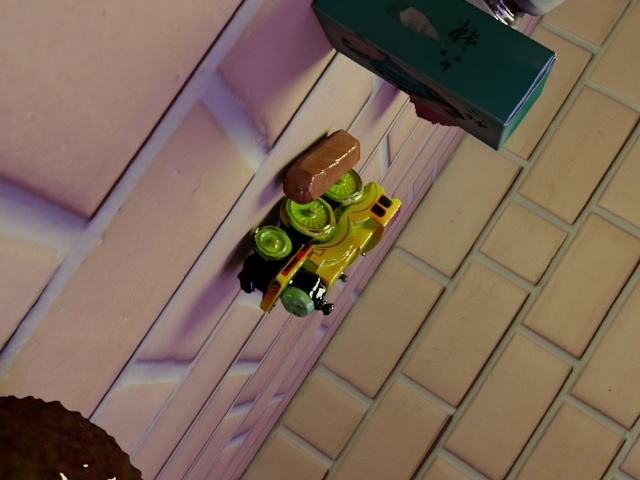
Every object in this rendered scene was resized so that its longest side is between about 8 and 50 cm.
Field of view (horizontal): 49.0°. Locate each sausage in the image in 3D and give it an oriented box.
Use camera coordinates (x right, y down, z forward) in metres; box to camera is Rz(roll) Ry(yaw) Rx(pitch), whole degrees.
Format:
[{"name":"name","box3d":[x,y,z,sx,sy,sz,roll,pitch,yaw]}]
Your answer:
[{"name":"sausage","box3d":[-0.003,-0.101,1.017,0.169,0.065,0.065,-45,164,-46]}]

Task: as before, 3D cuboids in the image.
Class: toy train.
[{"name":"toy train","box3d":[0.000,0.000,1.074,0.296,0.160,0.100,-49,173,-39]}]

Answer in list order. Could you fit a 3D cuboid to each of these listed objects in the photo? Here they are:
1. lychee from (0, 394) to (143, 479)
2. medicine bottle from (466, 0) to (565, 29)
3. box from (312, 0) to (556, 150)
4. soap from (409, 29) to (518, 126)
[{"name":"lychee","box3d":[-0.237,0.247,0.511,0.260,0.260,0.260,-54,169,-16]},{"name":"medicine bottle","box3d":[0.292,-0.396,0.968,0.273,0.165,0.165,-32,-175,34]},{"name":"box","box3d":[0.124,-0.210,0.779,0.092,0.245,0.153,-55,168,3]},{"name":"soap","box3d":[0.231,-0.301,1.217,0.099,0.162,0.250,-54,170,-20]}]
